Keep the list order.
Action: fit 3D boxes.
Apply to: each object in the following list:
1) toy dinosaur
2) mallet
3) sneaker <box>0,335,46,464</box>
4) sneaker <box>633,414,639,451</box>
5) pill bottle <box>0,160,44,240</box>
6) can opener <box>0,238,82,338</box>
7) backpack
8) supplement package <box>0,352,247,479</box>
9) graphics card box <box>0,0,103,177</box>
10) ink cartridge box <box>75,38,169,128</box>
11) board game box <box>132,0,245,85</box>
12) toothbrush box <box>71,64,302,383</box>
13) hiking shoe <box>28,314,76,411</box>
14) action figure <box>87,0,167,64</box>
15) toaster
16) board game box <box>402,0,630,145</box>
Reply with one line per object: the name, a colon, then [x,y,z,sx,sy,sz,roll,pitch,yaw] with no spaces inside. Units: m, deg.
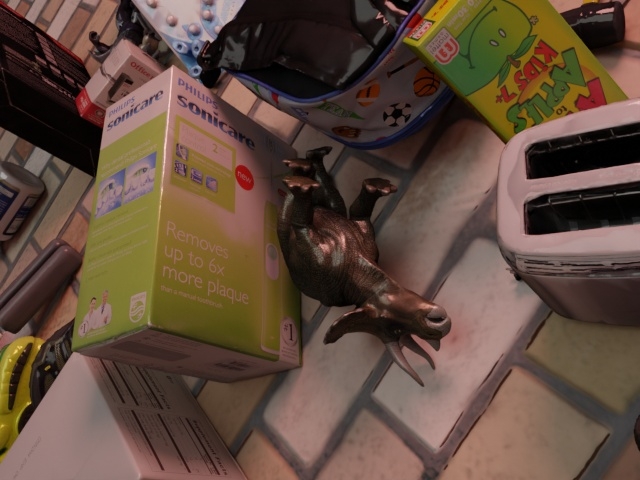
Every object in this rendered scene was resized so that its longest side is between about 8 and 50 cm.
toy dinosaur: [0.000,0.000,0.601,0.313,0.121,0.160,-139,48,-55]
mallet: [0.271,-0.261,0.561,0.062,0.039,0.190,12,74,43]
sneaker: [-0.482,0.288,0.890,0.123,0.109,0.295,-5,61,48]
sneaker: [0.340,0.117,0.293,0.330,0.130,0.147,0,57,36]
pill bottle: [-0.618,-0.060,1.149,0.169,0.094,0.094,-52,48,8]
can opener: [-0.502,0.107,0.945,0.074,0.093,0.280,27,67,42]
backpack: [0.041,-0.215,0.607,0.276,0.213,0.263,-57,37,12]
supplement package: [-0.242,0.291,0.653,0.204,0.145,0.262,39,98,43]
graphics card box: [-0.510,-0.288,1.071,0.094,0.233,0.371,-46,50,8]
ink cartridge box: [-0.320,-0.245,0.987,0.135,0.099,0.056,-46,49,15]
board game box: [-0.162,-0.495,0.852,0.390,0.050,0.390,-40,87,19]
toothbrush box: [-0.131,-0.006,0.654,0.122,0.206,0.283,-21,58,31]
hiking shoe: [-0.315,0.155,0.813,0.114,0.086,0.227,26,87,46]
action figure: [-0.341,-0.390,1.074,0.185,0.099,0.285,-11,67,30]
toaster: [0.219,-0.016,0.415,0.227,0.146,0.129,-6,67,38]
board game box: [0.165,-0.134,0.488,0.092,0.181,0.043,-47,23,12]
